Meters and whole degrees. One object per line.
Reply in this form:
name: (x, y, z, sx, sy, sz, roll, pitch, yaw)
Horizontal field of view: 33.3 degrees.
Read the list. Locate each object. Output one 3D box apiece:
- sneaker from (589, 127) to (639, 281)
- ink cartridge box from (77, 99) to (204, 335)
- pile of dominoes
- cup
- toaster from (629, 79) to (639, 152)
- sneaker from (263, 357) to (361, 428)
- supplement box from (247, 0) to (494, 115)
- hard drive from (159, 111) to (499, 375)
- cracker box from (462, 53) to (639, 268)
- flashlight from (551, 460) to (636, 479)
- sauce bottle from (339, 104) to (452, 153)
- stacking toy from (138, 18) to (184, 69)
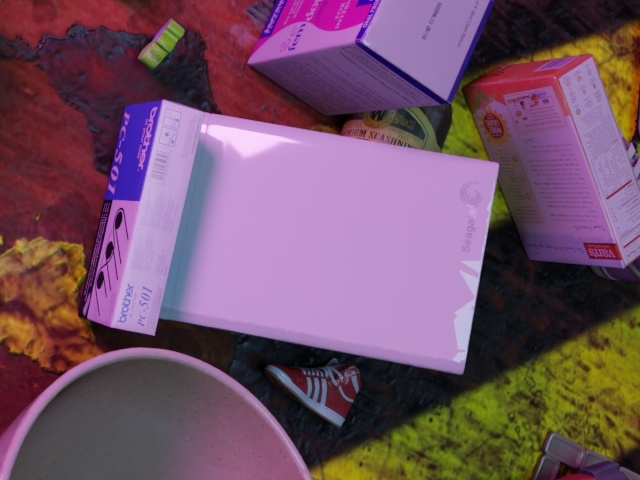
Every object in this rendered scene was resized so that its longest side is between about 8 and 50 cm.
sneaker: (0.365, -0.079, 1.263, 0.102, 0.161, 0.282, -35, 108, -23)
ink cartridge box: (-0.167, -0.022, 0.986, 0.046, 0.097, 0.207, 15, 85, -30)
pile of dominoes: (0.342, 0.376, 1.360, 0.251, 0.040, 0.196, 29, 79, -20)
cup: (-0.182, 0.286, 0.885, 0.331, 0.237, 0.331, 29, 45, -35)
toaster: (0.491, -0.190, 1.359, 0.168, 0.110, 0.186, 4, 91, -30)
sneaker: (-0.004, 0.142, 1.123, 0.118, 0.042, 0.067, 41, 77, -34)
supplement box: (0.041, -0.197, 1.028, 0.114, 0.220, 0.111, 30, 77, -27)
hard drive: (0.000, 0.000, 1.018, 0.307, 0.040, 0.203, 10, 84, 5)
cracker box: (0.269, -0.086, 1.207, 0.067, 0.155, 0.232, -32, 109, -26)
flashlight: (0.232, 0.344, 1.232, 0.304, 0.103, 0.103, -14, 98, -26)
sauce bottle: (0.070, -0.095, 1.116, 0.111, 0.111, 0.344, 26, 75, -29)
stacking toy: (-0.167, -0.293, 1.001, 0.167, 0.052, 0.221, 36, 77, -26)
